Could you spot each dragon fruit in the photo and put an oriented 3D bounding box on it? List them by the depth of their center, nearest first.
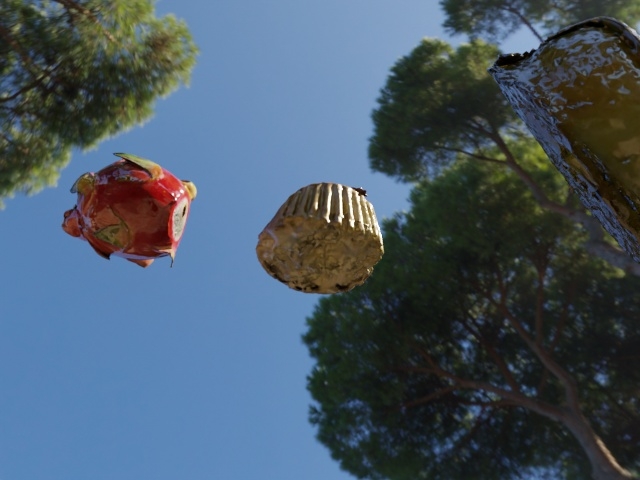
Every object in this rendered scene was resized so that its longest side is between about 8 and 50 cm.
[{"bbox_3d":[-0.366,-0.059,1.410,0.227,0.224,0.224,19,-77,7],"label":"dragon fruit"}]

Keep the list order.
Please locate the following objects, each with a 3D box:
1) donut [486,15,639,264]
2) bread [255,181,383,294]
[{"bbox_3d":[0.262,-0.071,0.616,0.107,0.272,0.272,-37,-66,16],"label":"donut"},{"bbox_3d":[0.000,0.000,1.528,0.273,0.149,0.274,2,-36,2],"label":"bread"}]
